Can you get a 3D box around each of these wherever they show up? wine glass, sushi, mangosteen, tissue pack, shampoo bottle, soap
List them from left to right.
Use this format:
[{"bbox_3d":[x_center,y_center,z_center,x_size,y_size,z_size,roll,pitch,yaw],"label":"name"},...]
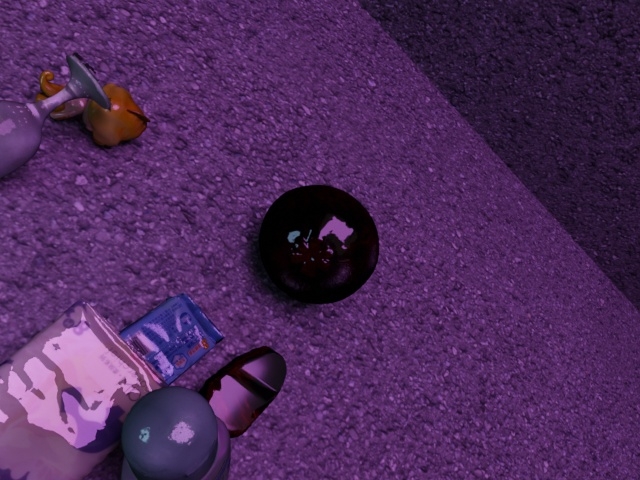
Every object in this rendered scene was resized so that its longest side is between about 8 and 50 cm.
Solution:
[{"bbox_3d":[-0.583,-0.238,1.121,0.321,0.143,0.143,-41,95,-21],"label":"wine glass"},{"bbox_3d":[-0.455,0.294,0.947,0.242,0.125,0.344,49,63,-7],"label":"tissue pack"},{"bbox_3d":[-0.350,0.234,1.154,0.293,0.077,0.156,-37,93,-43],"label":"soap"},{"bbox_3d":[-0.246,0.372,0.960,0.151,0.349,0.222,35,54,18],"label":"shampoo bottle"},{"bbox_3d":[-0.175,0.327,1.216,0.225,0.126,0.136,-40,95,-38],"label":"sushi"},{"bbox_3d":[0.000,0.000,1.438,0.307,0.307,0.347,48,15,-7],"label":"mangosteen"}]

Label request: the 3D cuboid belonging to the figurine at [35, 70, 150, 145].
[{"bbox_3d":[-0.519,-0.304,1.296,0.247,0.131,0.156,12,78,-18],"label":"figurine"}]
